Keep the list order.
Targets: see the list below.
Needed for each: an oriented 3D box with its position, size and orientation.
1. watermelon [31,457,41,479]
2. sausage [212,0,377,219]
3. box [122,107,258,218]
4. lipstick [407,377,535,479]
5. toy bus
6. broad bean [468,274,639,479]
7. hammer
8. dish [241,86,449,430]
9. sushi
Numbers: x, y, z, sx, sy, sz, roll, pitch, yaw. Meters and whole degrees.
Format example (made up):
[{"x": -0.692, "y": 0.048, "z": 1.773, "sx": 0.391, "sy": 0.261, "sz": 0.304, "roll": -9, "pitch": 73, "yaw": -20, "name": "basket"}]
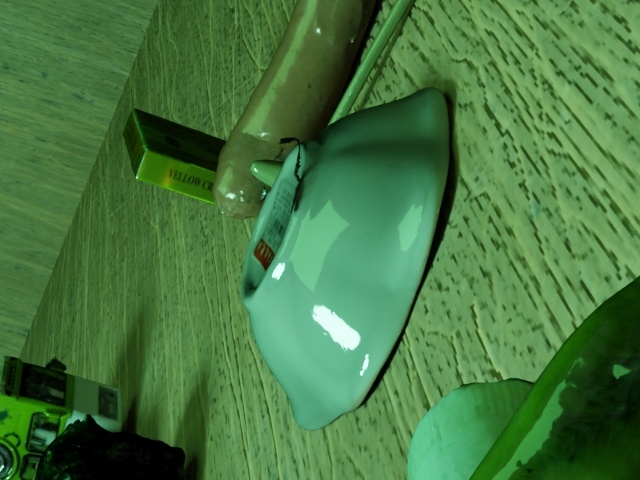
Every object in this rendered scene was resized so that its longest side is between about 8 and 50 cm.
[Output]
[{"x": -0.244, "y": 0.329, "z": 1.520, "sx": 0.302, "sy": 0.151, "sz": 0.264, "roll": -57, "pitch": 6, "yaw": -19, "name": "watermelon"}, {"x": -0.002, "y": -0.156, "z": 1.341, "sx": 0.078, "sy": 0.078, "sz": 0.304, "roll": -155, "pitch": 86, "yaw": -76, "name": "sausage"}, {"x": -0.101, "y": -0.064, "z": 1.491, "sx": 0.193, "sy": 0.121, "sz": 0.030, "roll": -121, "pitch": 51, "yaw": -73, "name": "box"}, {"x": 0.076, "y": 0.155, "z": 0.590, "sx": 0.304, "sy": 0.076, "sz": 0.076, "roll": -94, "pitch": 27, "yaw": -61, "name": "lipstick"}, {"x": -0.295, "y": 0.274, "z": 1.773, "sx": 0.113, "sy": 0.139, "sz": 0.302, "roll": -105, "pitch": 29, "yaw": -68, "name": "toy bus"}, {"x": 0.133, "y": 0.006, "z": 0.568, "sx": 0.297, "sy": 0.060, "sz": 0.043, "roll": -54, "pitch": -27, "yaw": 0, "name": "broad bean"}, {"x": 0.016, "y": -0.115, "z": 1.259, "sx": 0.195, "sy": 0.060, "sz": 0.028, "roll": -61, "pitch": 16, "yaw": 21, "name": "hammer"}, {"x": 0.000, "y": 0.000, "z": 1.093, "sx": 0.229, "sy": 0.081, "sz": 0.229, "roll": -161, "pitch": 90, "yaw": -76, "name": "dish"}, {"x": -0.174, "y": 0.237, "z": 1.352, "sx": 0.225, "sy": 0.127, "sz": 0.124, "roll": -87, "pitch": 19, "yaw": -53, "name": "sushi"}]
